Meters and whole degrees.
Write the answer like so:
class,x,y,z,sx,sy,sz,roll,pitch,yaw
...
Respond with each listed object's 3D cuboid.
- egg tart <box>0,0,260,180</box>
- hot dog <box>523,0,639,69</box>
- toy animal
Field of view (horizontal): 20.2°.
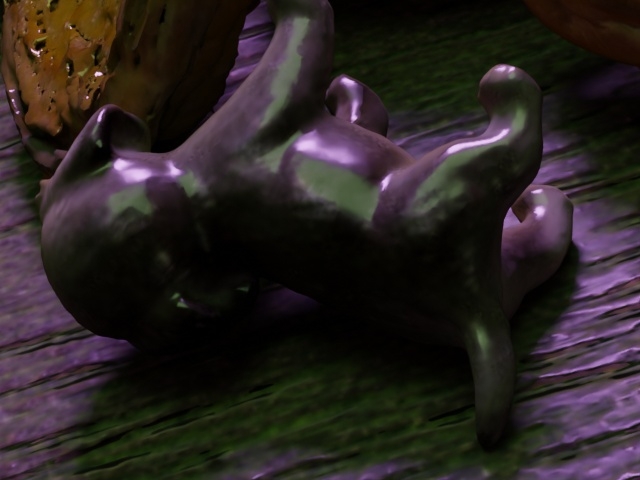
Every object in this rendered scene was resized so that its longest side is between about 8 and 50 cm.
class,x,y,z,sx,sy,sz,roll,pitch,yaw
egg tart,-0.087,-0.161,0.925,0.107,0.290,0.291,6,29,-28
hot dog,0.237,-0.113,0.823,0.337,0.100,0.135,16,78,25
toy animal,-0.003,-0.014,0.799,0.233,0.121,0.168,14,63,21
